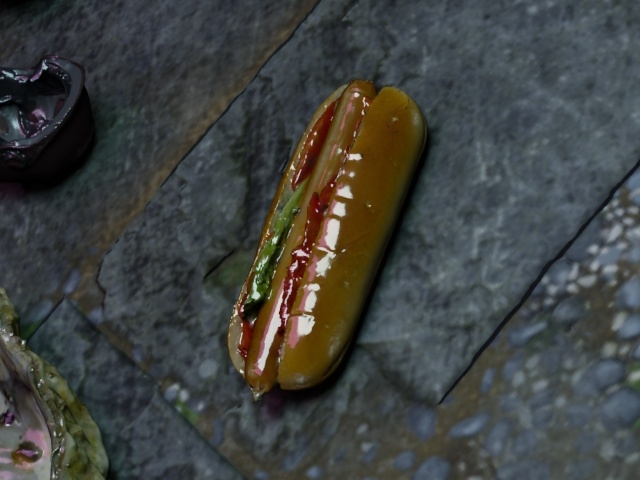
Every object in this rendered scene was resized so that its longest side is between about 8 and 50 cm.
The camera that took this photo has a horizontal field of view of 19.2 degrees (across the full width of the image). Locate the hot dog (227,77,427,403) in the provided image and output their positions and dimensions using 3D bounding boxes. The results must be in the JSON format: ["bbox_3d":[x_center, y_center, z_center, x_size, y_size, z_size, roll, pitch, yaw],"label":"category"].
[{"bbox_3d":[0.000,0.000,1.234,0.092,0.062,0.236,6,66,33],"label":"hot dog"}]

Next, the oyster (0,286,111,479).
[{"bbox_3d":[-0.199,0.154,1.271,0.129,0.078,0.345,-54,45,22],"label":"oyster"}]

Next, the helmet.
[{"bbox_3d":[-0.214,-0.083,1.428,0.123,0.070,0.098,-1,53,30],"label":"helmet"}]
